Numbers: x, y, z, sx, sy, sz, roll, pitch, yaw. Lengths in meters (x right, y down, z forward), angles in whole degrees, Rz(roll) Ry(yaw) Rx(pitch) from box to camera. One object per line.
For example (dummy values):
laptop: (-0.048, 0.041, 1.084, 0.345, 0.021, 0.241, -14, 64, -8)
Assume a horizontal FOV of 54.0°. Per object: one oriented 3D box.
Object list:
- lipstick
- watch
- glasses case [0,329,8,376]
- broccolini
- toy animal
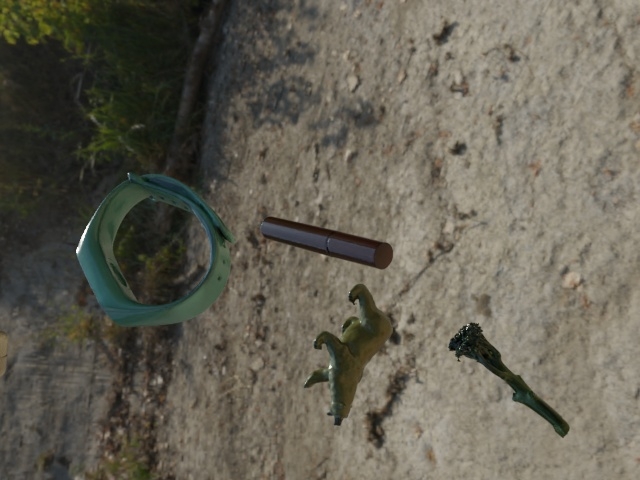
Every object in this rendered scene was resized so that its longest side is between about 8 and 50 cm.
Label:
lipstick: (0.000, 0.000, 1.291, 0.357, 0.057, 0.057, 15, 95, 47)
watch: (-0.228, 0.007, 0.853, 0.195, 0.068, 0.237, -37, 58, -4)
glasses case: (-0.373, 0.102, 0.624, 0.196, 0.083, 0.050, 2, 84, 51)
broccolini: (0.291, 0.210, 0.948, 0.216, 0.067, 0.058, 43, 146, 17)
toy animal: (0.049, 0.189, 1.041, 0.218, 0.101, 0.103, -51, -25, -29)
